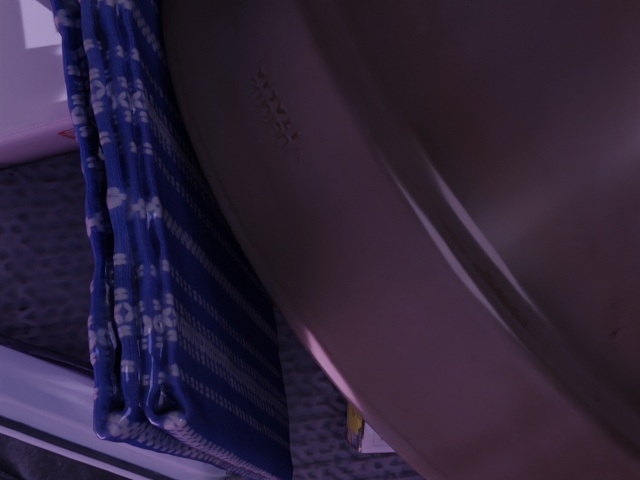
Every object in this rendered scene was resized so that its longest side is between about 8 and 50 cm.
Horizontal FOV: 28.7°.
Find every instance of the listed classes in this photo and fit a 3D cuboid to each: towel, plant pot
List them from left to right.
[{"bbox_3d":[-0.069,-0.069,0.521,0.040,0.243,0.336,-12,74,6],"label":"towel"},{"bbox_3d":[0.148,-0.083,0.478,0.280,0.323,0.323,-37,102,28],"label":"plant pot"}]

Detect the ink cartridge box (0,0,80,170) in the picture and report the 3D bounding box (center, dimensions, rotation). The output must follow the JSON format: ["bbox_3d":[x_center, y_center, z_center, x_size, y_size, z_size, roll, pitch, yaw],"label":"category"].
[{"bbox_3d":[-0.191,-0.066,0.561,0.203,0.148,0.086,-16,92,-2],"label":"ink cartridge box"}]

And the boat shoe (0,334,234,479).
[{"bbox_3d":[-0.202,0.091,0.596,0.335,0.121,0.119,22,84,-15],"label":"boat shoe"}]

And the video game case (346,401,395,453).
[{"bbox_3d":[0.132,0.015,0.713,0.232,0.042,0.210,1,92,-13],"label":"video game case"}]

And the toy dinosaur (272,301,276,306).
[{"bbox_3d":[0.000,0.000,0.662,0.211,0.064,0.112,-21,91,19],"label":"toy dinosaur"}]
